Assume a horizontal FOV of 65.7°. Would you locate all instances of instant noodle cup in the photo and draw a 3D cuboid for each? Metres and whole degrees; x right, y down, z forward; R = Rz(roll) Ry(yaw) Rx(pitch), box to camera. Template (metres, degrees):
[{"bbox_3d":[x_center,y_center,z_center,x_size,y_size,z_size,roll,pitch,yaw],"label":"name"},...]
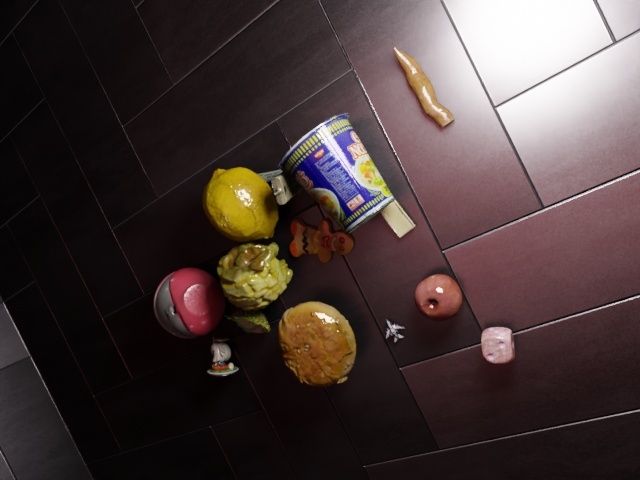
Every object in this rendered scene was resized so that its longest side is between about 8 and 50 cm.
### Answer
[{"bbox_3d":[0.068,-0.196,1.581,0.284,0.284,0.312,-38,87,28],"label":"instant noodle cup"}]

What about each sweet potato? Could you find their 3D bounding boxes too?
[{"bbox_3d":[0.307,-0.469,1.513,0.281,0.067,0.059,58,151,2],"label":"sweet potato"}]

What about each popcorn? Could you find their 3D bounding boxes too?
[{"bbox_3d":[-0.248,0.118,1.827,0.293,0.293,0.237,-11,135,27],"label":"popcorn"}]

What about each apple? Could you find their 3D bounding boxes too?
[{"bbox_3d":[0.381,0.189,1.611,0.153,0.120,0.153,7,107,24],"label":"apple"}]

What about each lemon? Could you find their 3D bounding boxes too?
[{"bbox_3d":[-0.284,-0.121,1.775,0.253,0.253,0.310,-35,102,28],"label":"lemon"}]

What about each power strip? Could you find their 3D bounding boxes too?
[{"bbox_3d":[-0.112,-0.188,1.672,0.034,0.268,0.092,-10,107,18],"label":"power strip"}]

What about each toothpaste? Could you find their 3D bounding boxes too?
[{"bbox_3d":[-0.194,-0.234,1.831,0.197,0.029,0.048,-9,103,30],"label":"toothpaste"}]

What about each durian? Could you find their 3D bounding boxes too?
[{"bbox_3d":[-0.267,0.300,1.928,0.137,0.221,0.095,-5,70,17],"label":"durian"}]

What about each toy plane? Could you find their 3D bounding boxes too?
[{"bbox_3d":[0.256,0.316,1.754,0.078,0.031,0.083,-35,89,13],"label":"toy plane"}]

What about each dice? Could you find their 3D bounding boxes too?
[{"bbox_3d":[0.564,0.332,1.575,0.091,0.093,0.094,-8,98,27],"label":"dice"}]

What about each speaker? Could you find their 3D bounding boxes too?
[{"bbox_3d":[-0.544,0.261,2.039,0.294,0.294,0.294,6,105,24],"label":"speaker"}]

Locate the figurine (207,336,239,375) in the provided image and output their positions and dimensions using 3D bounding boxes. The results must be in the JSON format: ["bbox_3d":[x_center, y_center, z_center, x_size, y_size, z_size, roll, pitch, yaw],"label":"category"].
[{"bbox_3d":[-0.409,0.477,2.073,0.132,0.132,0.154,-3,89,26],"label":"figurine"}]

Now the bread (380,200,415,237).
[{"bbox_3d":[0.247,-0.086,1.658,0.068,0.028,0.154,-41,84,29],"label":"bread"}]

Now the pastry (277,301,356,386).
[{"bbox_3d":[-0.008,0.368,1.805,0.284,0.184,0.316,-25,91,17],"label":"pastry"}]

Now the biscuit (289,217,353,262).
[{"bbox_3d":[0.000,0.000,1.794,0.250,0.036,0.165,8,107,23],"label":"biscuit"}]
